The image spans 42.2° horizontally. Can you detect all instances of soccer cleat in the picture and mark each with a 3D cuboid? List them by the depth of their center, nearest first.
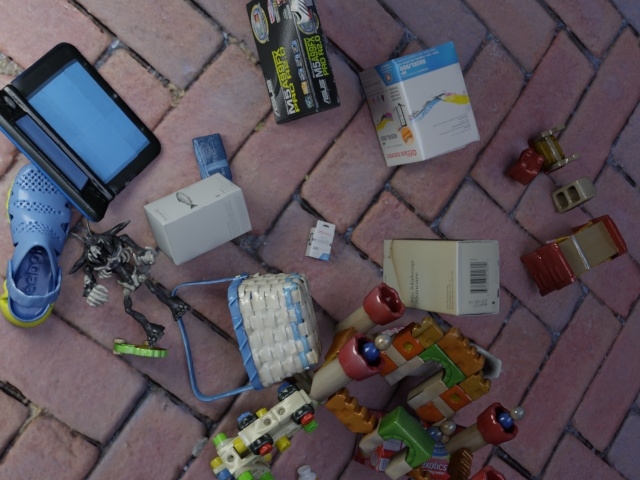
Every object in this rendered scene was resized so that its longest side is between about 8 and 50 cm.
[{"bbox_3d":[-0.045,-0.459,1.605,0.035,0.029,0.083,-32,108,-26],"label":"soccer cleat"},{"bbox_3d":[0.273,0.269,1.938,0.331,0.143,0.116,10,87,-24],"label":"soccer cleat"}]

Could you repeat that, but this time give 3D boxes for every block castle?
[{"bbox_3d":[0.216,0.323,1.698,0.453,0.213,0.303,46,29,-7],"label":"block castle"}]

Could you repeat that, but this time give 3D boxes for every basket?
[{"bbox_3d":[-0.150,0.194,1.727,0.288,0.201,0.255,-11,99,4],"label":"basket"}]

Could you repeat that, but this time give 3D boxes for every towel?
[{"bbox_3d":[-0.228,-0.165,1.761,0.067,0.029,0.120,-18,98,-24],"label":"towel"}]

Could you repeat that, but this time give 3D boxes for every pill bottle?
[{"bbox_3d":[-0.024,0.548,1.859,0.043,0.043,0.083,-24,101,-23],"label":"pill bottle"}]

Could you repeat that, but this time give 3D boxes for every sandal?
[{"bbox_3d":[-0.531,0.008,1.566,0.126,0.138,0.318,2,88,-24],"label":"sandal"}]

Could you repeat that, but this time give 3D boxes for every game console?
[{"bbox_3d":[-0.456,-0.212,1.570,0.173,0.250,0.293,-41,107,2],"label":"game console"}]

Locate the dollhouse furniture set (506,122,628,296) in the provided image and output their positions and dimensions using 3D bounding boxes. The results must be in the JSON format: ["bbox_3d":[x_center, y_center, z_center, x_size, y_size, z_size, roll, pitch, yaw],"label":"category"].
[{"bbox_3d":[0.584,-0.077,2.098,0.201,0.152,0.374,-23,83,-22],"label":"dollhouse furniture set"}]

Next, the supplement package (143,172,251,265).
[{"bbox_3d":[-0.249,-0.046,1.696,0.179,0.105,0.105,-28,127,-23],"label":"supplement package"}]

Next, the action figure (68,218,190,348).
[{"bbox_3d":[-0.383,0.070,1.627,0.164,0.141,0.276,-44,101,-7],"label":"action figure"}]

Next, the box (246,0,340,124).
[{"bbox_3d":[-0.060,-0.391,1.733,0.060,0.216,0.270,-18,99,-25],"label":"box"}]

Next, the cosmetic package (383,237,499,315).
[{"bbox_3d":[0.260,0.075,1.839,0.113,0.309,0.160,-1,90,-25],"label":"cosmetic package"}]

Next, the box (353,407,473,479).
[{"bbox_3d":[0.220,0.476,1.927,0.256,0.122,0.128,14,84,-25],"label":"box"}]

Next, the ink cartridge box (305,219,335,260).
[{"bbox_3d":[0.000,0.000,1.870,0.048,0.028,0.083,16,85,-24],"label":"ink cartridge box"}]

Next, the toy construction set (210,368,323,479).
[{"bbox_3d":[-0.093,0.397,1.746,0.151,0.215,0.328,34,71,24],"label":"toy construction set"}]

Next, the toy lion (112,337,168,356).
[{"bbox_3d":[-0.360,0.220,1.669,0.100,0.096,0.034,8,87,-24],"label":"toy lion"}]

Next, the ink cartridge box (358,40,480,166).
[{"bbox_3d":[0.224,-0.305,1.890,0.168,0.171,0.233,-22,99,-23],"label":"ink cartridge box"}]
